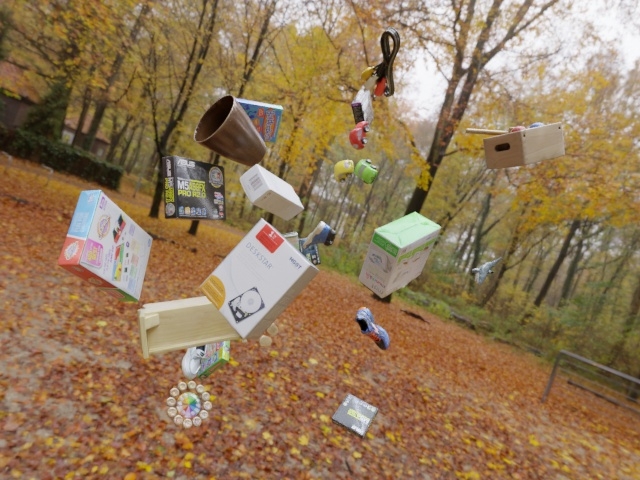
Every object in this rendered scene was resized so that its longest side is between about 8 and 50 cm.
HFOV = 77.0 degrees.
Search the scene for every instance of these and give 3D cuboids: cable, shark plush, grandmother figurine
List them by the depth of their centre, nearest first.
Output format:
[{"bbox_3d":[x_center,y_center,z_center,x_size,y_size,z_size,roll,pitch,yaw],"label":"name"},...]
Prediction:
[{"bbox_3d":[0.213,-0.578,1.366,0.139,0.072,0.287,52,-10,3],"label":"cable"},{"bbox_3d":[0.796,0.144,1.900,0.073,0.161,0.067,51,8,-29],"label":"shark plush"},{"bbox_3d":[-0.361,0.427,2.075,0.342,0.208,0.104,11,-36,44],"label":"grandmother figurine"}]

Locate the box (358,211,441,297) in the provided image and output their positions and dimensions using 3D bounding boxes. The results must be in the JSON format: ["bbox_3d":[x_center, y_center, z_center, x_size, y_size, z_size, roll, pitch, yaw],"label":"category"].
[{"bbox_3d":[0.290,0.051,1.466,0.261,0.231,0.126,-23,49,-41],"label":"box"}]

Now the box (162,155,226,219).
[{"bbox_3d":[-0.460,-0.184,1.493,0.060,0.217,0.270,-1,0,25],"label":"box"}]

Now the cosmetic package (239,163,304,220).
[{"bbox_3d":[-0.161,-0.157,1.370,0.117,0.085,0.231,61,15,25],"label":"cosmetic package"}]

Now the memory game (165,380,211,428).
[{"bbox_3d":[-0.523,0.651,1.602,0.186,0.012,0.186,26,41,-25],"label":"memory game"}]

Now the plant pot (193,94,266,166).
[{"bbox_3d":[-0.322,-0.391,1.538,0.215,0.215,0.230,20,-14,48],"label":"plant pot"}]

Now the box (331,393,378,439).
[{"bbox_3d":[0.186,0.942,2.166,0.190,0.045,0.184,19,36,28],"label":"box"}]

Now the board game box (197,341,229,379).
[{"bbox_3d":[-0.590,0.588,2.254,0.046,0.213,0.317,38,23,-30],"label":"board game box"}]

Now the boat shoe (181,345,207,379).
[{"bbox_3d":[-0.557,0.515,1.805,0.079,0.081,0.228,47,17,-27],"label":"boat shoe"}]

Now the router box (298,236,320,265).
[{"bbox_3d":[-0.054,0.049,1.642,0.092,0.123,0.038,-14,5,-36],"label":"router box"}]

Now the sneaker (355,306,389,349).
[{"bbox_3d":[0.230,0.418,1.856,0.221,0.083,0.087,51,39,6],"label":"sneaker"}]

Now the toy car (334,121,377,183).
[{"bbox_3d":[0.123,-0.269,1.370,0.053,0.239,0.225,9,32,-29],"label":"toy car"}]

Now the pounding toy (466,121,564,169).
[{"bbox_3d":[0.422,-0.216,0.884,0.130,0.100,0.141,-15,10,-17],"label":"pounding toy"}]

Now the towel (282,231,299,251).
[{"bbox_3d":[-0.130,0.051,1.490,0.113,0.152,0.023,-10,19,-16],"label":"towel"}]

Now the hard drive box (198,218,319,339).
[{"bbox_3d":[-0.150,0.095,0.988,0.181,0.232,0.089,41,-1,21],"label":"hard drive box"}]

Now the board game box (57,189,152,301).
[{"bbox_3d":[-0.654,0.029,1.263,0.064,0.242,0.317,-3,-28,6],"label":"board game box"}]

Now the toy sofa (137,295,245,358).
[{"bbox_3d":[-0.454,0.294,1.441,0.362,0.150,0.177,-6,6,-23],"label":"toy sofa"}]

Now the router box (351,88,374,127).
[{"bbox_3d":[0.184,-0.557,1.725,0.046,0.179,0.133,-2,-53,22],"label":"router box"}]

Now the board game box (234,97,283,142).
[{"bbox_3d":[-0.280,-0.514,1.736,0.210,0.160,0.047,1,37,-24],"label":"board game box"}]

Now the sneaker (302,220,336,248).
[{"bbox_3d":[0.000,0.001,1.442,0.084,0.058,0.152,33,-47,-10],"label":"sneaker"}]
